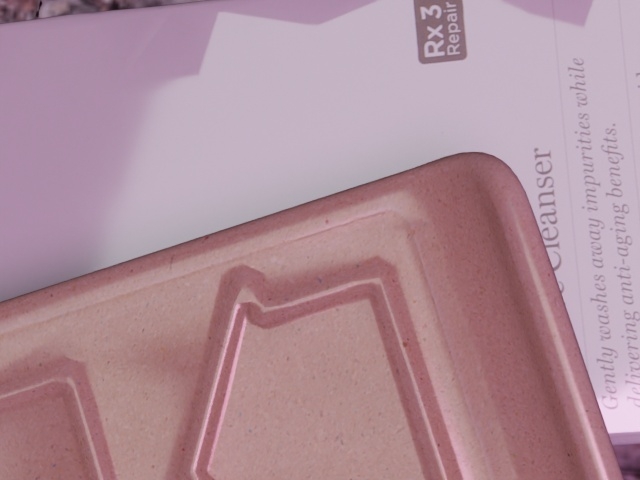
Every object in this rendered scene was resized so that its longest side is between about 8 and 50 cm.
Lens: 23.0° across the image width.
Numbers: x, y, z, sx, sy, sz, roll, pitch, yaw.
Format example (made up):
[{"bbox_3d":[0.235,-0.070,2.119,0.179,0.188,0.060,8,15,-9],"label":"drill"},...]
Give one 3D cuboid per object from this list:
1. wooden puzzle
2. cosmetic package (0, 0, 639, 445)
[{"bbox_3d":[-0.042,0.167,0.610,0.348,0.080,0.322,-19,80,8],"label":"wooden puzzle"},{"bbox_3d":[0.000,0.000,0.737,0.385,0.156,0.217,-7,84,6],"label":"cosmetic package"}]
